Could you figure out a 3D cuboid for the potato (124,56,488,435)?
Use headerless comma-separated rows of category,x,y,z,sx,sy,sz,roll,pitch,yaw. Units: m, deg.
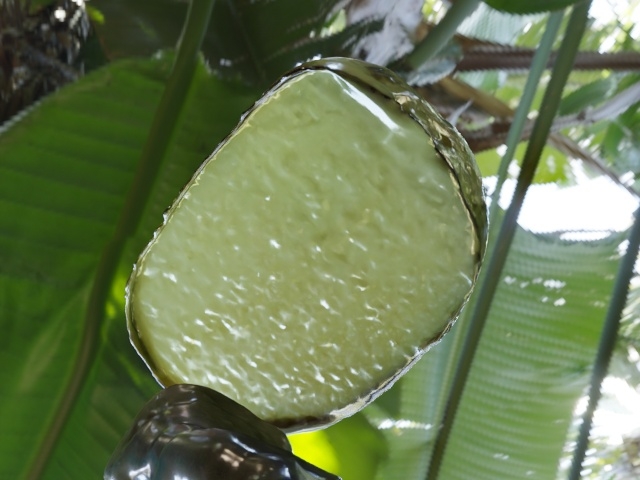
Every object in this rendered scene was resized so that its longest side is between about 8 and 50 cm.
potato,0.000,0.000,0.716,0.160,0.272,0.111,37,-141,-3

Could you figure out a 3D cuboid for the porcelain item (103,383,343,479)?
porcelain item,-0.027,0.099,0.468,0.081,0.215,0.069,34,-101,-11
